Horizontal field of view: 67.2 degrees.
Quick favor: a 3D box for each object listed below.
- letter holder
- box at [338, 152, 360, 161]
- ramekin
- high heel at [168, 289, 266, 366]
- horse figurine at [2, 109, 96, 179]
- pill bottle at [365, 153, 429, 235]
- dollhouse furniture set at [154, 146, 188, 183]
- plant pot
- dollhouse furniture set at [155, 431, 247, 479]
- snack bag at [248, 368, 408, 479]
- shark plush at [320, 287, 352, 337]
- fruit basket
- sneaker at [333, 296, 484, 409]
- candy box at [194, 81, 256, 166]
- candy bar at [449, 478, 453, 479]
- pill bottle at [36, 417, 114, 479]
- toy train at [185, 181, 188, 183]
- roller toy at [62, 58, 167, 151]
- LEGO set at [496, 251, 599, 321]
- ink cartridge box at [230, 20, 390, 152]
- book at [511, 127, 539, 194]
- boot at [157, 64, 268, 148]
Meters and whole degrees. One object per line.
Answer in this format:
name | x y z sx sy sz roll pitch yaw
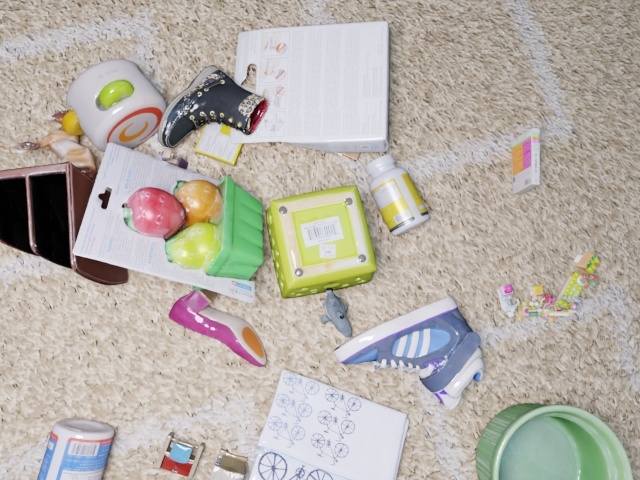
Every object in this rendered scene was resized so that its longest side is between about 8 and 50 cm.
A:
letter holder | -0.521 -0.005 0.995 0.152 0.302 0.214 -8 82 -6
box | 0.059 -0.322 1.237 0.164 0.021 0.201 25 79 0
ramekin | 0.499 0.510 1.068 0.303 0.148 0.303 1 81 -5
high heel | -0.236 0.219 1.108 0.117 0.082 0.244 -41 99 18
horse figurine | -0.594 -0.195 1.105 0.263 0.066 0.174 42 48 22
pill bottle | 0.181 -0.111 1.170 0.103 0.103 0.184 -24 83 -8
dollhouse furniture set | -0.389 -0.158 1.151 0.081 0.091 0.114 16 82 14
plant pot | 0.000 0.000 1.086 0.228 0.207 0.227 -11 82 -5
dollhouse furniture set | -0.266 0.510 1.016 0.184 0.129 0.129 20 80 -2
snack bag | 0.009 0.490 1.036 0.323 0.037 0.342 22 59 -2
shark plush | 0.044 0.155 1.099 0.073 0.161 0.067 -19 45 -17
fruit basket | -0.301 -0.036 1.021 0.353 0.165 0.327 15 44 -24
sneaker | 0.217 0.286 1.091 0.323 0.130 0.236 -20 78 -13
candy box | -0.228 -0.296 1.207 0.105 0.027 0.206 20 79 2
candy bar | 0.232 0.581 1.101 0.161 0.018 0.040 -8 78 -5
pill bottle | -0.521 0.498 1.002 0.124 0.124 0.221 14 80 -2
toy train | -0.314 -0.104 1.174 0.024 0.017 0.083 -11 81 4
roller toy | -0.469 -0.310 1.109 0.209 0.191 0.146 -40 86 30
LEGO set | 0.582 0.125 1.160 0.287 0.107 0.132 -20 83 -7
ink cartridge box | -0.021 -0.375 1.204 0.385 0.091 0.308 1 80 11
book | 0.518 -0.197 1.215 0.035 0.096 0.144 6 80 -4
boot | -0.254 -0.289 1.139 0.178 0.085 0.236 31 77 14
